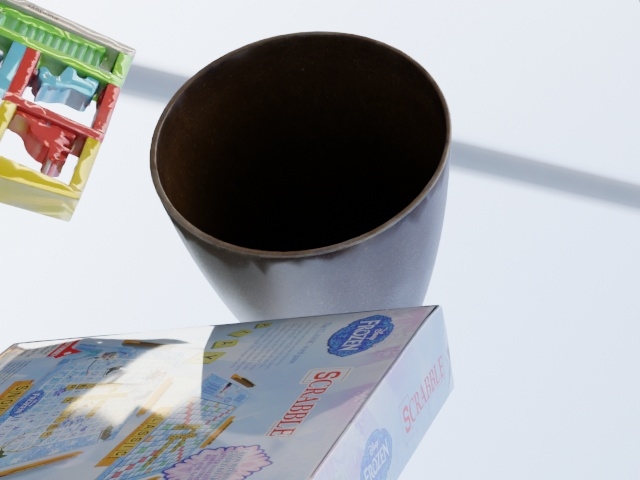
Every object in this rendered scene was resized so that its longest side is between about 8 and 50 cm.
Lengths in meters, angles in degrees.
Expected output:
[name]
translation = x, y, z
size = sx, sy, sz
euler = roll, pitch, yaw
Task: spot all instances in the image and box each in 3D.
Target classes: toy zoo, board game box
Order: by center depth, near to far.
[board game box]
translation = -0.107, 0.129, 1.217
size = 0.319, 0.318, 0.066
euler = -45, 126, -66
[toy zoo]
translation = -0.281, -0.121, 1.752
size = 0.293, 0.192, 0.030
euler = -79, -165, -52

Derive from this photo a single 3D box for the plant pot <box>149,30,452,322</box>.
[plant pot]
translation = 0.000, 0.000, 1.487
size = 0.230, 0.215, 0.215
euler = 78, 0, -50
